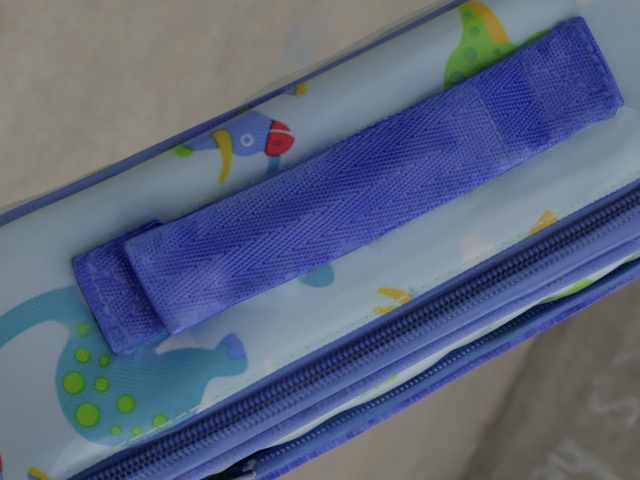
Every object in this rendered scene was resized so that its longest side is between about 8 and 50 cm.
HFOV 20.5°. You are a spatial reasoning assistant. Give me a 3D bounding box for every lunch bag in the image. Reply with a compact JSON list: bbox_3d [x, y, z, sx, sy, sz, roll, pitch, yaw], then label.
[{"bbox_3d":[0.000,0.000,0.461,0.219,0.090,0.176,-27,179,-12],"label":"lunch bag"}]
